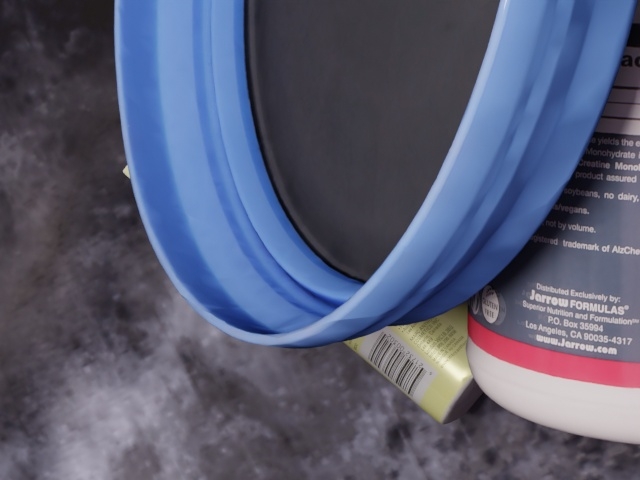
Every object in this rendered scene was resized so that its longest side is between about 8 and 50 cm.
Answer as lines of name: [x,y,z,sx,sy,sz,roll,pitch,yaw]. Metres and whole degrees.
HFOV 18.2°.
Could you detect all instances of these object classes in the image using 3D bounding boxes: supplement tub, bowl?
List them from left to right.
bowl: [0.015,-0.144,0.925,0.391,0.077,0.391,-15,73,59]
supplement tub: [0.165,-0.055,0.938,0.191,0.191,0.272,5,103,21]

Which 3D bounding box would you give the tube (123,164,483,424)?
tube: [0.000,0.000,1.096,0.240,0.062,0.070,40,70,15]
